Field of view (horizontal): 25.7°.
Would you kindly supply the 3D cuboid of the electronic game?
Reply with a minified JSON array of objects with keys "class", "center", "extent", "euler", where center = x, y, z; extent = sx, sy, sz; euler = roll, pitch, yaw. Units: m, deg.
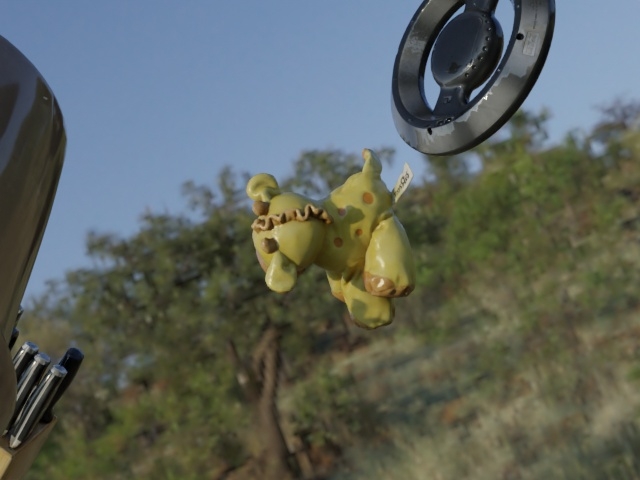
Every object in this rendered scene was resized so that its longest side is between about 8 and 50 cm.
[{"class":"electronic game","center":[0.154,-0.195,1.454],"extent":[0.048,0.229,0.229],"euler":[23,-36,-33]}]

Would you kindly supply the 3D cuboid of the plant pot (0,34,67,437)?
[{"class":"plant pot","center":[-0.261,-0.011,0.792],"extent":[0.263,0.263,0.229],"euler":[-30,27,45]}]

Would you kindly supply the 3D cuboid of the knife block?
[{"class":"knife block","center":[-0.319,0.204,1.386],"extent":[0.242,0.276,0.088],"euler":[-5,18,25]}]

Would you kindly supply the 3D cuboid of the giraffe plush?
[{"class":"giraffe plush","center":[0.000,0.000,1.580],"extent":[0.170,0.181,0.210],"euler":[-8,-47,-23]}]
